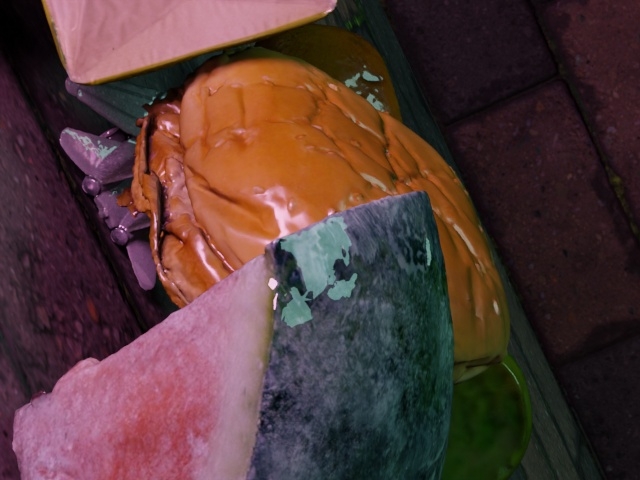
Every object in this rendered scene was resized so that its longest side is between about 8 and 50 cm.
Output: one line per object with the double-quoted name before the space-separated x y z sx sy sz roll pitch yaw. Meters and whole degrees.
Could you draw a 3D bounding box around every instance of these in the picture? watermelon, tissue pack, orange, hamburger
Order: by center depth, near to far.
"watermelon" -0.074 0.132 1.100 0.258 0.387 0.228 26 16 36
"hamburger" 0.000 0.000 1.312 0.318 0.158 0.318 36 22 -17
"tissue pack" -0.119 -0.232 1.389 0.274 0.200 0.167 -121 -165 -72
"orange" -0.015 -0.106 1.816 0.249 0.183 0.249 167 -90 -87

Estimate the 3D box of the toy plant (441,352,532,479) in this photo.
"toy plant" 0.109 0.162 1.940 0.316 0.184 0.224 -148 -143 -84

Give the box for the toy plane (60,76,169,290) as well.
"toy plane" -0.113 -0.085 1.503 0.212 0.088 0.267 63 31 -19
